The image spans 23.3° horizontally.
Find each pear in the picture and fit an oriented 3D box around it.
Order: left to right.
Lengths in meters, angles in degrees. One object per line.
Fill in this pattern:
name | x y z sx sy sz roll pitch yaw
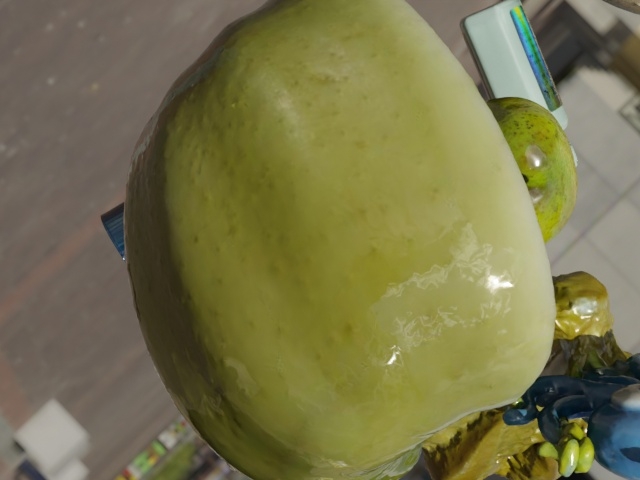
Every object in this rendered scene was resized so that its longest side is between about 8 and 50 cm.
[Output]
pear | 0.217 -0.074 1.812 0.187 0.187 0.219 -44 -172 -12

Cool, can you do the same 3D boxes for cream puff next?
cream puff | 0.242 0.195 1.915 0.323 0.274 0.270 -56 -174 39

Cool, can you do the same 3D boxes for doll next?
doll | 0.362 0.175 1.624 0.341 0.346 0.099 -78 178 -72

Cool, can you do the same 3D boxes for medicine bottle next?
medicine bottle | 0.253 -0.187 1.950 0.083 0.229 0.121 -22 -174 19

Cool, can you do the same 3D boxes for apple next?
apple | 0.000 0.000 1.172 0.320 0.360 0.311 -28 164 8

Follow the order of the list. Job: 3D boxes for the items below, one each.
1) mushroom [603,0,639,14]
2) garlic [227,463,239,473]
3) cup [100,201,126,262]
mushroom | 0.419 -0.420 1.824 0.292 0.292 0.290 -42 169 -41
garlic | -0.109 0.332 2.427 0.094 0.113 0.074 -28 133 -66
cup | -0.215 -0.014 2.174 0.138 0.113 0.150 -33 -140 0
